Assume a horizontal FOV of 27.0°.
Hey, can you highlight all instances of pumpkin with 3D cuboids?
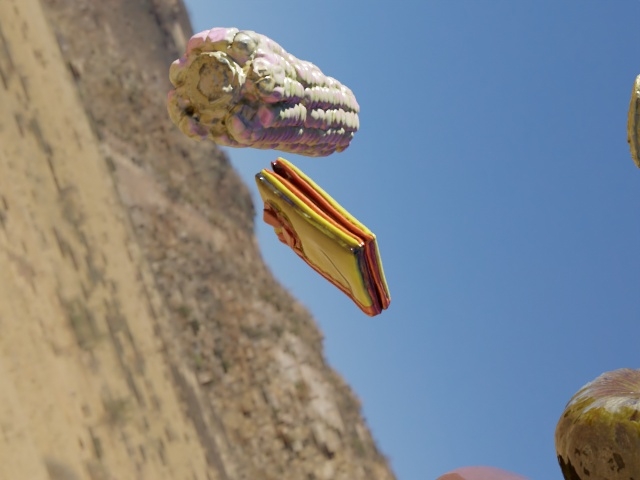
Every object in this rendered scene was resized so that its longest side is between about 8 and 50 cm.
[{"bbox_3d":[0.345,0.193,1.342,0.219,0.218,0.162,-137,-136,-73],"label":"pumpkin"}]

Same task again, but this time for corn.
[{"bbox_3d":[-0.053,-0.152,1.443,0.335,0.126,0.127,3,66,-70],"label":"corn"}]

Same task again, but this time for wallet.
[{"bbox_3d":[0.000,0.000,1.813,0.241,0.067,0.141,40,-25,44],"label":"wallet"}]

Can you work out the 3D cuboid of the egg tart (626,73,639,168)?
[{"bbox_3d":[0.328,-0.118,1.296,0.039,0.105,0.105,7,-55,33],"label":"egg tart"}]

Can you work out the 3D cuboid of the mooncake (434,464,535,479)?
[{"bbox_3d":[0.203,0.418,1.524,0.174,0.333,0.326,10,-68,62],"label":"mooncake"}]
